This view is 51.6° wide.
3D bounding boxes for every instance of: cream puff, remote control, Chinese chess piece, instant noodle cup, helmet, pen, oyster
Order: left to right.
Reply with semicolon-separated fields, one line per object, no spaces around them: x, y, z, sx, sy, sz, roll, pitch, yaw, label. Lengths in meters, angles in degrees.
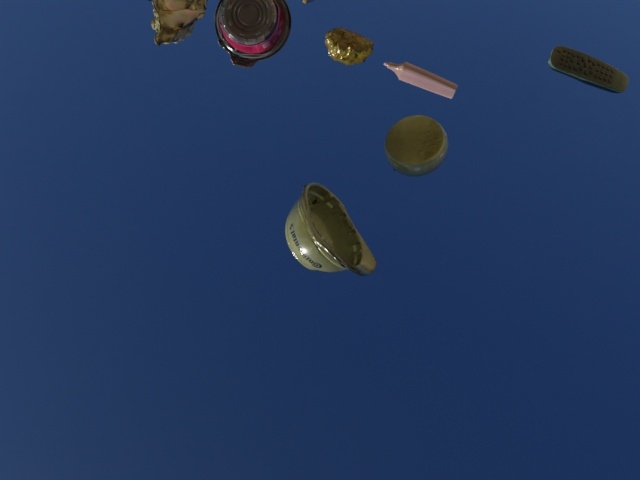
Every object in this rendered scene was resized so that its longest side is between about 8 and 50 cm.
-0.261;-0.439;1.186;0.133;0.072;0.209;-9;-107;-39;oyster
-0.225;-0.719;2.146;0.259;0.302;0.181;5;-170;-3;instant noodle cup
0.000;0.005;1.569;0.204;0.137;0.257;-8;-116;-60;helmet
0.048;-0.334;1.151;0.083;0.058;0.083;34;-152;22;cream puff
0.216;-0.213;1.494;0.144;0.058;0.144;-6;-116;13;Chinese chess piece
0.252;-0.416;1.692;0.197;0.053;0.032;23;-118;3;pen
0.706;-0.448;1.748;0.222;0.042;0.072;21;-103;-5;remote control

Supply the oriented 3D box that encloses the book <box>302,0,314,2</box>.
-0.008;-0.720;1.761;0.012;0.172;0.118;20;-157;3;book
